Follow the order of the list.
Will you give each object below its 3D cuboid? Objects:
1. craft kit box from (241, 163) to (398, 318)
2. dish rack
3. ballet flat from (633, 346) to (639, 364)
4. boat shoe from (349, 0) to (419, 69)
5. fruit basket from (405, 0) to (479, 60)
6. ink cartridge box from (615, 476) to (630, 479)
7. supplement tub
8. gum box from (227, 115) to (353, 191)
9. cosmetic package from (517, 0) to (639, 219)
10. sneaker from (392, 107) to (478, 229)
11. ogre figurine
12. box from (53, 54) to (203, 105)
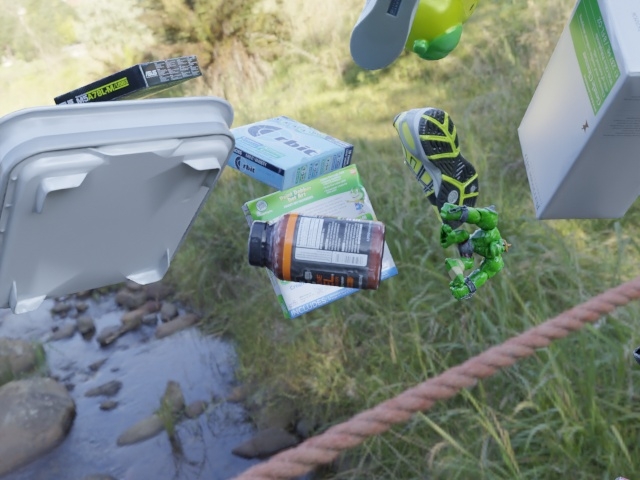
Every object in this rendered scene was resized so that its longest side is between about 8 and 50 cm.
[{"bbox_3d":[0.000,0.000,1.423,0.250,0.246,0.061,-21,3,-17],"label":"craft kit box"},{"bbox_3d":[-0.250,-0.024,0.806,0.286,0.072,0.333,-12,-27,-38],"label":"dish rack"},{"bbox_3d":[0.361,0.100,0.677,0.049,0.173,0.057,33,62,11],"label":"ballet flat"},{"bbox_3d":[0.107,-0.344,1.006,0.079,0.227,0.081,24,55,-2],"label":"boat shoe"},{"bbox_3d":[0.194,-0.488,1.157,0.283,0.392,0.392,-32,17,11],"label":"fruit basket"},{"bbox_3d":[0.725,0.589,1.577,0.127,0.072,0.175,14,-13,23],"label":"ink cartridge box"},{"bbox_3d":[-0.005,0.014,1.042,0.198,0.106,0.106,6,22,6],"label":"supplement tub"},{"bbox_3d":[-0.062,-0.147,1.150,0.157,0.041,0.184,27,33,27],"label":"gum box"},{"bbox_3d":[0.427,-0.198,1.033,0.155,0.365,0.197,-2,62,-4],"label":"cosmetic package"},{"bbox_3d":[0.315,-0.199,1.901,0.145,0.384,0.147,-37,35,-21],"label":"sneaker"},{"bbox_3d":[0.294,0.010,1.349,0.118,0.197,0.097,-19,4,-15],"label":"ogre figurine"},{"bbox_3d":[-0.326,-0.266,1.207,0.184,0.045,0.191,-16,12,25],"label":"box"}]
